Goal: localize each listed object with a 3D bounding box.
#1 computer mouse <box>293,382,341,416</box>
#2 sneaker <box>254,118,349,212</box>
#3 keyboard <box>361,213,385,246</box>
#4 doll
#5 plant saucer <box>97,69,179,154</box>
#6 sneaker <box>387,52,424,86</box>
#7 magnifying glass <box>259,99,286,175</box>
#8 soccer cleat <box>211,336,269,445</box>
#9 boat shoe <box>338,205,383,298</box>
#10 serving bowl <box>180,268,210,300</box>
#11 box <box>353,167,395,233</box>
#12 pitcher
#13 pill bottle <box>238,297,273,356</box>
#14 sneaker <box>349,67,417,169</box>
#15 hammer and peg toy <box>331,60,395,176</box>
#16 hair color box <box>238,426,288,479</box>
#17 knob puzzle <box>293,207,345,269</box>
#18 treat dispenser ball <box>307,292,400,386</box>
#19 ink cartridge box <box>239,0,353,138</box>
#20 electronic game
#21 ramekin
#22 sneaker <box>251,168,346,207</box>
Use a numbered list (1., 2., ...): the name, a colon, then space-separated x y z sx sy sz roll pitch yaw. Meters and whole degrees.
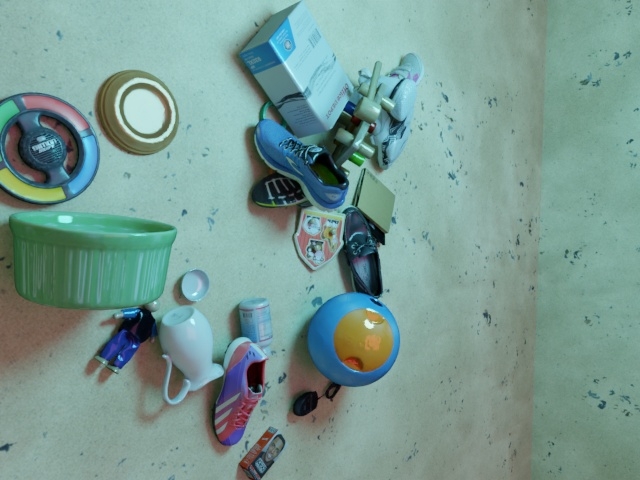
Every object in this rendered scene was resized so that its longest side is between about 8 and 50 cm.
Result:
1. computer mouse: -0.011 0.505 1.657 0.242 0.041 0.071 -10 108 -52
2. sneaker: -0.042 -0.234 1.416 0.330 0.147 0.130 41 56 3
3. keyboard: 0.171 -0.045 1.827 0.192 0.038 0.100 41 40 -37
4. doll: -0.443 0.212 1.193 0.129 0.046 0.189 53 57 -34
5. plant saucer: -0.421 -0.304 1.203 0.200 0.037 0.200 -1 92 -45
6. sneaker: 0.305 -0.598 1.883 0.111 0.103 0.252 32 69 -43
7. magnifying glass: -0.138 -0.298 1.499 0.092 0.026 0.231 0 92 -46
8. soccer cleat: -0.211 0.424 1.361 0.109 0.116 0.318 -2 107 -48
9. boat shoe: 0.144 0.049 1.719 0.127 0.113 0.340 -15 106 -21
10. serving bowl: -0.329 0.114 1.318 0.083 0.027 0.083 -3 95 -45
11. box: 0.199 -0.141 1.834 0.201 0.021 0.164 36 58 -40
12. pitcher: -0.337 0.282 1.248 0.178 0.125 0.207 -42 129 -47
13. pill bottle: -0.180 0.248 1.432 0.087 0.087 0.160 -12 100 -45
14. sneaker: 0.202 -0.424 1.769 0.137 0.210 0.366 -48 157 -33
15. hammer and peg toy: 0.126 -0.354 1.539 0.127 0.361 0.266 29 67 -11
16. hair color box: -0.166 0.628 1.493 0.141 0.043 0.072 -44 120 -36
17. knob puzzle: 0.000 0.000 1.621 0.213 0.030 0.213 -6 100 -33
18. treat dispenser ball: 0.102 0.306 1.581 0.288 0.288 0.288 -2 93 -45
19. ink cartridge box: -0.058 -0.491 1.485 0.307 0.129 0.223 52 49 -33
20. electronic game: -0.571 -0.188 1.046 0.229 0.048 0.229 -2 93 -45
21. ramekin: -0.448 0.034 1.012 0.303 0.303 0.148 1 99 -45
22. sneaker: -0.065 -0.138 1.518 0.300 0.121 0.111 -10 68 -26
